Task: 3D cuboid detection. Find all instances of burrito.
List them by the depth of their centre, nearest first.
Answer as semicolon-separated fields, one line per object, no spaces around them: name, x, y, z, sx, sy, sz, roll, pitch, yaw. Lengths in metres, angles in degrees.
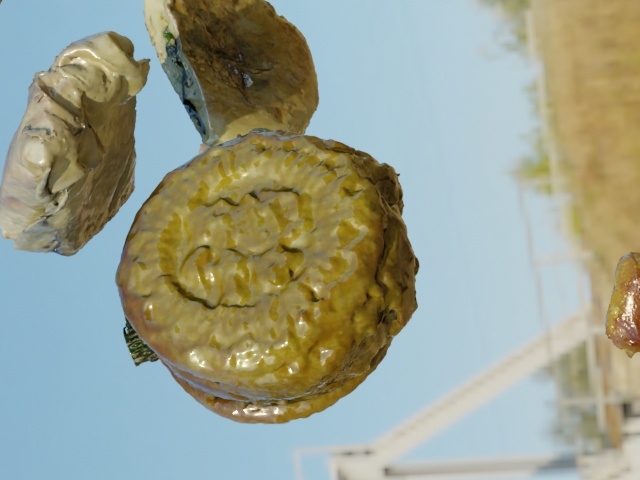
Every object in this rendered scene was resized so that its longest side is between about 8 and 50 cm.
burrito;-0.232;-0.072;1.729;0.175;0.107;0.348;-48;-5;-17

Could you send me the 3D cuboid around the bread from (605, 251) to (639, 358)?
bread;0.491;0.097;2.351;0.077;0.270;0.139;-64;-14;-81

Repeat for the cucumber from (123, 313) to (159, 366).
cucumber;-0.083;0.053;1.897;0.067;0.245;0.067;159;90;-83

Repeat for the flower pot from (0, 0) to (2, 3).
flower pot;-0.469;-0.328;2.138;0.179;0.195;0.195;55;-149;-39

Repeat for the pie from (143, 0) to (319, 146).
pie;-0.083;-0.183;1.920;0.185;0.052;0.218;-8;-116;-44

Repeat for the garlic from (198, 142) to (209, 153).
garlic;-0.064;-0.119;2.104;0.084;0.152;0.066;59;156;24

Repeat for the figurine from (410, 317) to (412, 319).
figurine;0.000;0.000;2.120;0.250;0.166;0.141;30;-125;-45

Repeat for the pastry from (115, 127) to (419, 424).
pastry;-0.038;0.018;1.468;0.235;0.240;0.132;-57;-28;-12
